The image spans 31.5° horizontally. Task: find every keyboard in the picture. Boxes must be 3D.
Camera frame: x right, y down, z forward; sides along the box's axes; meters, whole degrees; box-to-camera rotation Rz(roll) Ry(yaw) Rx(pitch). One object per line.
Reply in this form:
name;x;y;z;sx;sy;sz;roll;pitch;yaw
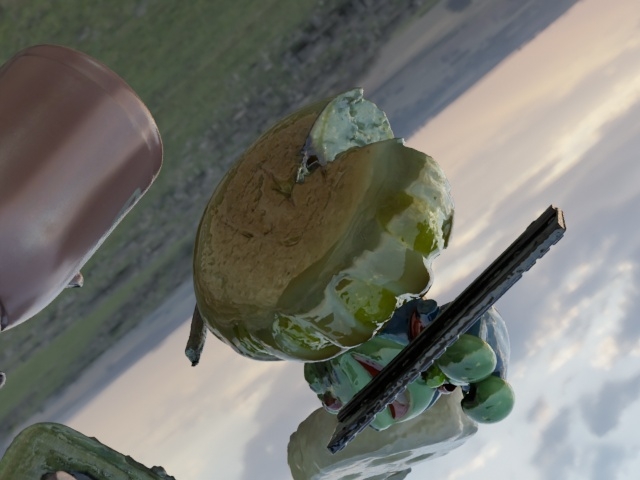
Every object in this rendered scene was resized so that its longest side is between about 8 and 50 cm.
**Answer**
keyboard;0.119;0.085;1.084;0.310;0.018;0.101;-46;-177;16

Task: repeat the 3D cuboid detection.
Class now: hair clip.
hair clip;-0.181;0.300;1.161;0.138;0.321;0.091;-64;-175;-26

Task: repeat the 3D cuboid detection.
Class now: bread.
bread;0.000;0.000;1.207;0.333;0.160;0.333;-33;-142;30

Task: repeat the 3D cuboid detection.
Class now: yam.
yam;-0.149;0.099;1.434;0.033;0.027;0.129;-54;-161;46

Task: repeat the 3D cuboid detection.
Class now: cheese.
cheese;0.106;0.323;1.858;0.326;0.115;0.318;-23;158;20

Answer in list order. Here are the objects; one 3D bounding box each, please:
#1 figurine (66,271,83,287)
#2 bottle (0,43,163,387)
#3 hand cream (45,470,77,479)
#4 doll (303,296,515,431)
figurine;-0.424;-0.078;1.749;0.186;0.176;0.288;87;8;-76
bottle;-0.276;-0.007;0.991;0.297;0.173;0.206;-58;150;-35
hand cream;-0.306;0.315;1.018;0.248;0.083;0.133;-41;149;0
doll;0.111;0.147;1.490;0.321;0.199;0.186;-2;-139;31
